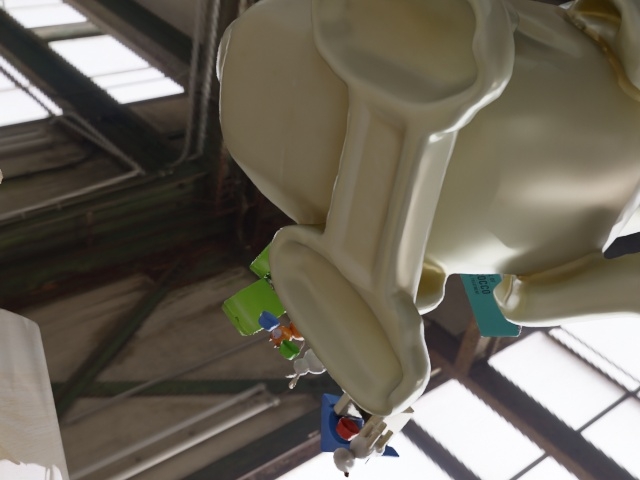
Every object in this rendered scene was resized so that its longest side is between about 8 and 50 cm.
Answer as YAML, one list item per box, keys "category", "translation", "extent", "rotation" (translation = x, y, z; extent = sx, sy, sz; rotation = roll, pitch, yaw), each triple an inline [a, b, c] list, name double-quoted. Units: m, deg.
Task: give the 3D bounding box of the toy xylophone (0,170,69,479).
- category: "toy xylophone"
  translation: [-0.167, 0.053, 0.295]
  extent: [0.322, 0.081, 0.236]
  rotation: [82, -8, -69]

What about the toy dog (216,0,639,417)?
- category: "toy dog"
  translation: [0.148, -0.079, 0.674]
  extent: [0.395, 0.408, 0.284]
  rotation: [32, -57, 51]

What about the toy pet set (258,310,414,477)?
- category: "toy pet set"
  translation: [0.005, 0.123, 0.612]
  extent: [0.065, 0.114, 0.122]
  rotation: [-53, -132, 15]

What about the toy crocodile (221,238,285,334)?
- category: "toy crocodile"
  translation: [0.000, 0.000, 1.179]
  extent: [0.115, 0.340, 0.105]
  rotation: [42, -16, -5]

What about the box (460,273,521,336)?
- category: "box"
  translation: [0.238, 0.015, 1.208]
  extent: [0.060, 0.100, 0.244]
  rotation: [-6, -58, 30]
